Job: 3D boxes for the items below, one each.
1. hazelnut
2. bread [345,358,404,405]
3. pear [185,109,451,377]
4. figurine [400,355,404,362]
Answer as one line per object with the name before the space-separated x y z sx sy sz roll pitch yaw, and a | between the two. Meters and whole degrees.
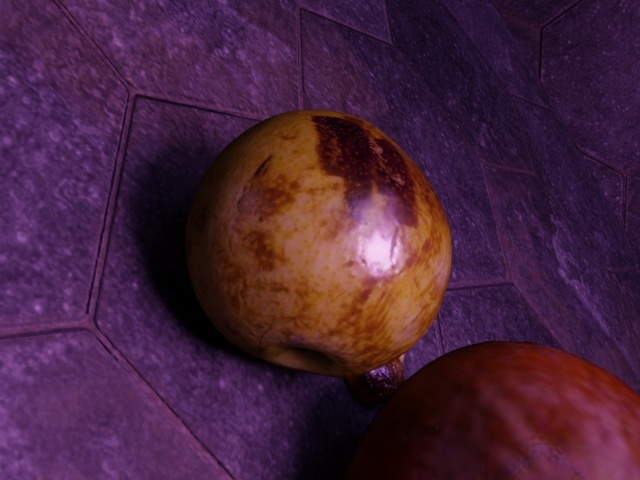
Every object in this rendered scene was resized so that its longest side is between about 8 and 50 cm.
hazelnut | 0.199 0.299 0.742 0.359 0.359 0.409 8 50 -52
bread | 0.070 0.160 0.964 0.085 0.053 0.085 35 37 -32
pear | 0.000 0.000 0.802 0.283 0.283 0.283 35 37 -32
figurine | 0.065 0.076 1.026 0.187 0.083 0.083 58 30 -10
